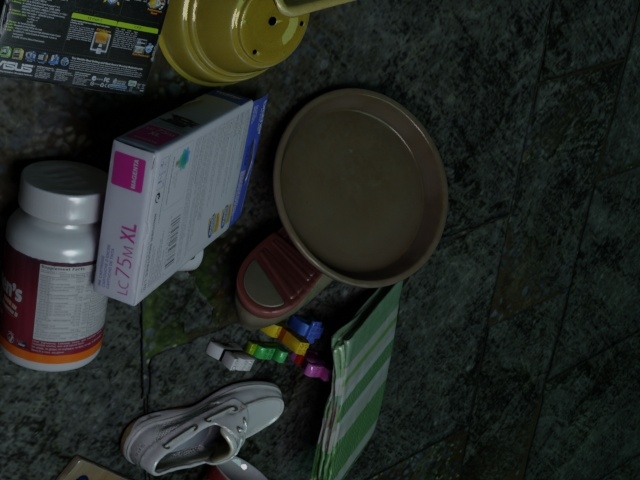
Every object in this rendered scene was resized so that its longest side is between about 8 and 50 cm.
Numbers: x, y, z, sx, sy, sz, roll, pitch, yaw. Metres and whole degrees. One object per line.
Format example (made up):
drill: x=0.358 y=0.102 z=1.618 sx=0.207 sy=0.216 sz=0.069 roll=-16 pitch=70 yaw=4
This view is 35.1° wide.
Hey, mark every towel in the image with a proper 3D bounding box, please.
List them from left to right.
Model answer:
towel: x=0.058 y=0.241 z=1.657 sx=0.248 sy=0.038 sz=0.324 roll=-41 pitch=144 yaw=-55

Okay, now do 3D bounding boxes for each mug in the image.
mug: x=-0.152 y=0.438 z=1.592 sx=0.150 sy=0.113 sz=0.169 roll=27 pitch=100 yaw=-48

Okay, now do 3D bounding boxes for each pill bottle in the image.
pill bottle: x=-0.299 y=0.028 z=1.153 sx=0.121 sy=0.121 sz=0.221 roll=-10 pitch=123 yaw=-40

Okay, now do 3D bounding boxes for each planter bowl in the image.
planter bowl: x=-0.079 y=-0.269 z=1.189 sx=0.217 sy=0.090 sz=0.217 roll=-25 pitch=133 yaw=-31

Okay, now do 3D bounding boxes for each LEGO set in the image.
LEGO set: x=-0.047 y=0.160 z=1.513 sx=0.227 sy=0.093 sz=0.087 roll=10 pitch=108 yaw=-47

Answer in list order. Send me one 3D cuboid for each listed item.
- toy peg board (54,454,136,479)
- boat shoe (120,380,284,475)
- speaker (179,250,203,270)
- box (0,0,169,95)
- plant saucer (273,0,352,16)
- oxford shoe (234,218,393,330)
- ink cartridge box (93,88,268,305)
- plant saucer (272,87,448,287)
toy peg board: x=-0.325 y=0.408 z=1.422 sx=0.161 sy=0.079 sz=0.160 roll=-51 pitch=140 yaw=-5
boat shoe: x=-0.153 y=0.288 z=1.493 sx=0.277 sy=0.096 sz=0.098 roll=-15 pitch=125 yaw=-38
speaker: x=-0.217 y=0.014 z=1.275 sx=0.136 sy=0.055 sz=0.055 roll=-1 pitch=117 yaw=-44
box: x=-0.251 y=-0.253 z=1.067 sx=0.191 sy=0.045 sz=0.184 roll=1 pitch=113 yaw=-44
plant saucer: x=0.032 y=-0.442 z=1.126 sx=0.333 sy=0.081 sz=0.332 roll=-23 pitch=109 yaw=-32
oxford shoe: x=0.000 y=0.000 z=1.464 sx=0.348 sy=0.123 sz=0.130 roll=-37 pitch=169 yaw=-27
ink cartridge box: x=-0.158 y=-0.068 z=1.201 sx=0.311 sy=0.065 sz=0.185 roll=-43 pitch=150 yaw=-61
plant saucer: x=0.054 y=-0.071 z=1.392 sx=0.278 sy=0.041 sz=0.277 roll=5 pitch=80 yaw=-28
